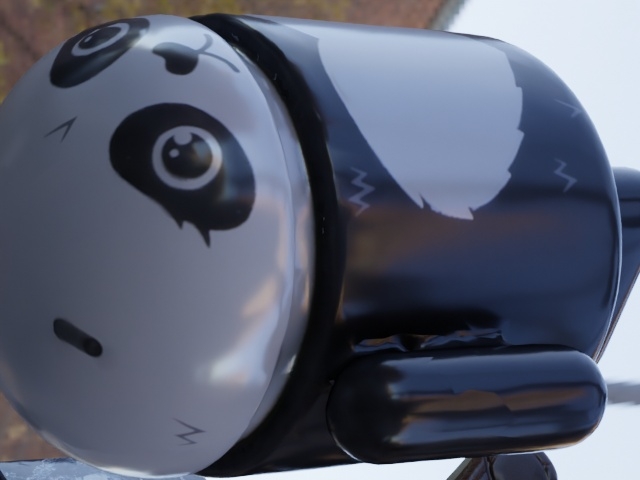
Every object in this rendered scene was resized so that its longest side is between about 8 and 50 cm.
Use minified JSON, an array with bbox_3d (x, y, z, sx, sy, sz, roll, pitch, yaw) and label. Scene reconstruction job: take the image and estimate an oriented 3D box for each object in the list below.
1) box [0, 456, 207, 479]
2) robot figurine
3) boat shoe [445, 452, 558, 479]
[{"bbox_3d":[-0.141,0.227,1.252,0.156,0.158,0.093,41,-57,50],"label":"box"},{"bbox_3d":[0.002,-0.001,0.678,0.209,0.278,0.174,-12,-99,52],"label":"robot figurine"},{"bbox_3d":[0.067,0.244,1.238,0.095,0.257,0.095,49,-31,3],"label":"boat shoe"}]
